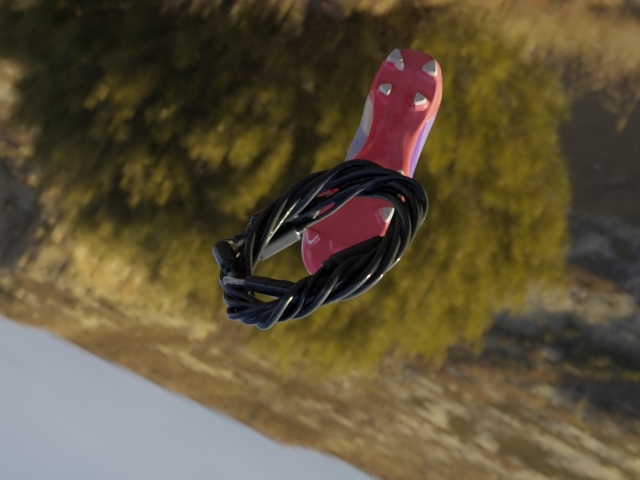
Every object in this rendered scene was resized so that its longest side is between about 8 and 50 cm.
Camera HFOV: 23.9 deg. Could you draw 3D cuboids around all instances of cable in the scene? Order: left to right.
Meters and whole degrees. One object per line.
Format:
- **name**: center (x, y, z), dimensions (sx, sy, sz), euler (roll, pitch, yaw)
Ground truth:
- **cable**: center (0.000, 0.000, 1.217), dimensions (0.150, 0.185, 0.047), euler (-102, -13, -58)

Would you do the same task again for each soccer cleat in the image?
- **soccer cleat**: center (0.053, -0.065, 1.429), dimensions (0.083, 0.248, 0.095), euler (19, 164, 10)
